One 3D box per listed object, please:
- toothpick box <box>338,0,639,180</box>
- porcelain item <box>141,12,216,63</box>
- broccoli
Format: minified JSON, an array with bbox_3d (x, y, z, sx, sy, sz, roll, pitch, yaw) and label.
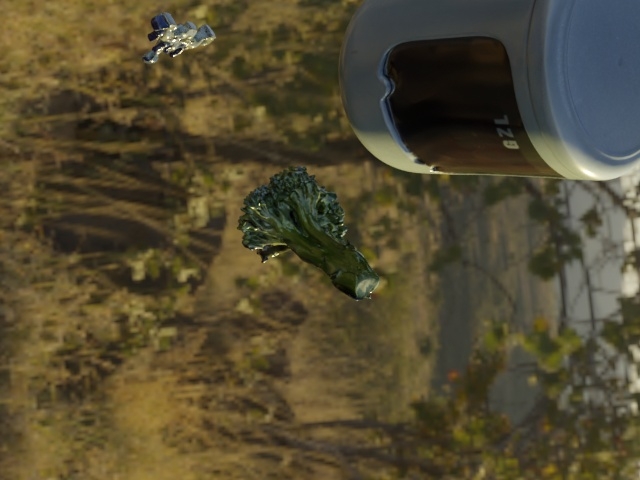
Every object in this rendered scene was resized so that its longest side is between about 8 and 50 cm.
[{"bbox_3d":[0.182,-0.194,1.313,0.263,0.354,0.263,-4,95,-44],"label":"toothpick box"},{"bbox_3d":[-0.178,-0.229,1.390,0.021,0.075,0.136,60,17,8],"label":"porcelain item"},{"bbox_3d":[-0.002,0.001,1.275,0.204,0.118,0.122,42,-28,45],"label":"broccoli"}]
